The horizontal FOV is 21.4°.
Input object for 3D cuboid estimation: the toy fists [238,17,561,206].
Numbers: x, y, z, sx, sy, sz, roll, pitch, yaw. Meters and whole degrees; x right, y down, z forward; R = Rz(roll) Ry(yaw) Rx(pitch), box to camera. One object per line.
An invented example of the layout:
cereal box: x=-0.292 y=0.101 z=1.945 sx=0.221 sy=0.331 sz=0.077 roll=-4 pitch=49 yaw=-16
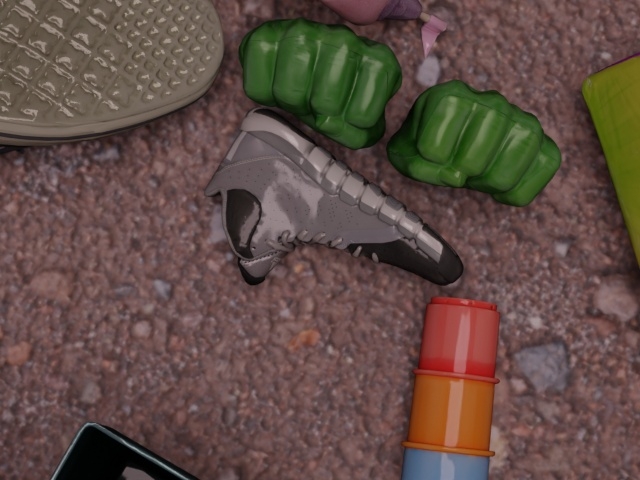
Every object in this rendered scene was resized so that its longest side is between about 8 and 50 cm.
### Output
toy fists: x=0.062 y=-0.105 z=1.391 sx=0.279 sy=0.142 sz=0.096 roll=24 pitch=86 yaw=-6

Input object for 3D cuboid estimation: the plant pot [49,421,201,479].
plant pot: x=-0.145 y=0.247 z=1.330 sx=0.165 sy=0.234 sz=0.165 roll=30 pitch=86 yaw=-1

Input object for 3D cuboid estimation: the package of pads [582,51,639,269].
package of pads: x=0.354 y=-0.033 z=1.372 sx=0.101 sy=0.229 sz=0.297 roll=-15 pitch=85 yaw=-43

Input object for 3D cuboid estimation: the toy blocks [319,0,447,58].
toy blocks: x=0.046 y=-0.332 z=1.408 sx=0.260 sy=0.309 sz=0.289 roll=21 pitch=99 yaw=-33

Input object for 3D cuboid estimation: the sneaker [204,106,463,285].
sneaker: x=0.000 y=0.000 z=1.433 sx=0.228 sy=0.086 sz=0.132 roll=37 pitch=91 yaw=11

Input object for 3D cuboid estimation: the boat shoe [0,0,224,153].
boat shoe: x=-0.329 y=-0.142 z=1.395 sx=0.500 sy=0.156 sz=0.187 roll=-11 pitch=82 yaw=-14

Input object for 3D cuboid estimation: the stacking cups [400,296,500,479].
stacking cups: x=0.103 y=0.206 z=1.408 sx=0.096 sy=0.096 sz=0.316 roll=6 pitch=87 yaw=-1
